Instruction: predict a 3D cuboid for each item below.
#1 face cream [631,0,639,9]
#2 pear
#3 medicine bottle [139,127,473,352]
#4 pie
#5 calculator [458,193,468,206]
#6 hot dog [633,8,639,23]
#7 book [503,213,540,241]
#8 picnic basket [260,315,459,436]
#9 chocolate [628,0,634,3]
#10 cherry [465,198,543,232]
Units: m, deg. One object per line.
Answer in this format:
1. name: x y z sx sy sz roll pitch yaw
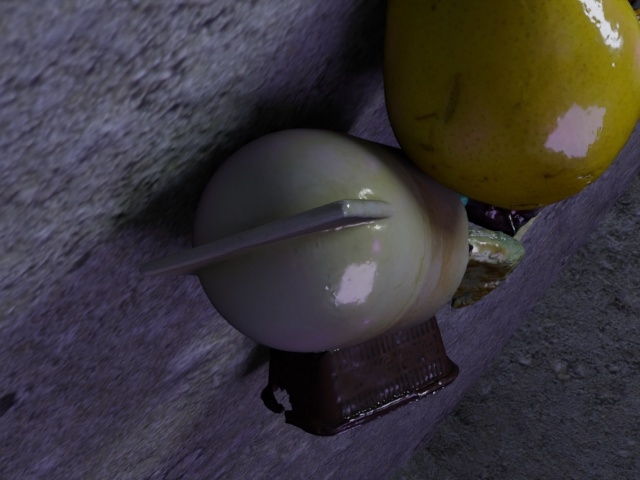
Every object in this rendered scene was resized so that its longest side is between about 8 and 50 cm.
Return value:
1. face cream: 0.616 -0.425 2.003 0.163 0.080 0.337 -28 153 -49
2. pear: 0.207 -0.197 1.184 0.285 0.285 0.336 -30 137 -44
3. medicine bottle: 0.000 0.000 1.187 0.236 0.235 0.406 -52 162 13
4. pie: 0.195 0.048 1.818 0.302 0.067 0.302 -5 160 -2
5. calculator: 0.063 0.023 1.577 0.248 0.058 0.274 -7 141 -36
6. hot dog: 0.498 -0.314 1.928 0.160 0.099 0.227 -19 148 -57
7. book: 0.367 -0.153 1.855 0.026 0.201 0.289 19 119 -25
8. picnic basket: 0.056 0.174 1.724 0.296 0.222 0.129 -19 112 -32
9. chocolate: 0.376 -0.412 1.368 0.301 0.137 0.289 -37 159 -32
10. cherry: 0.291 -0.111 1.751 0.195 0.195 0.195 -42 162 -18
